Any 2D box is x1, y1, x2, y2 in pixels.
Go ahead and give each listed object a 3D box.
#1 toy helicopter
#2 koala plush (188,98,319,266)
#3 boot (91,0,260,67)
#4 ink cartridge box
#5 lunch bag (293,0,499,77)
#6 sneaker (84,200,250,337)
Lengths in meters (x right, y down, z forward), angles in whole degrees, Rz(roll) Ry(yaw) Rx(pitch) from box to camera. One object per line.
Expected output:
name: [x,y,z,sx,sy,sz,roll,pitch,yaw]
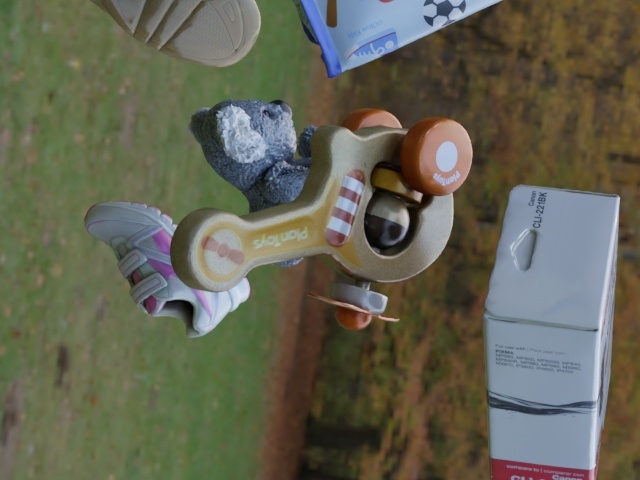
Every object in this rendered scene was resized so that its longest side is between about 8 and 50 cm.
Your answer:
toy helicopter: [0.000,0.000,1.444,0.140,0.355,0.235,15,-67,50]
koala plush: [-0.067,-0.099,1.796,0.203,0.221,0.196,-53,-159,-4]
boot: [-0.173,-0.247,1.138,0.095,0.262,0.203,-58,-161,13]
ink cartridge box: [0.239,0.107,1.430,0.197,0.114,0.273,-70,159,-43]
lunch bag: [0.065,-0.426,1.473,0.385,0.328,0.239,64,0,-22]
sneaker: [-0.225,0.041,1.920,0.111,0.252,0.103,-58,-177,-31]
